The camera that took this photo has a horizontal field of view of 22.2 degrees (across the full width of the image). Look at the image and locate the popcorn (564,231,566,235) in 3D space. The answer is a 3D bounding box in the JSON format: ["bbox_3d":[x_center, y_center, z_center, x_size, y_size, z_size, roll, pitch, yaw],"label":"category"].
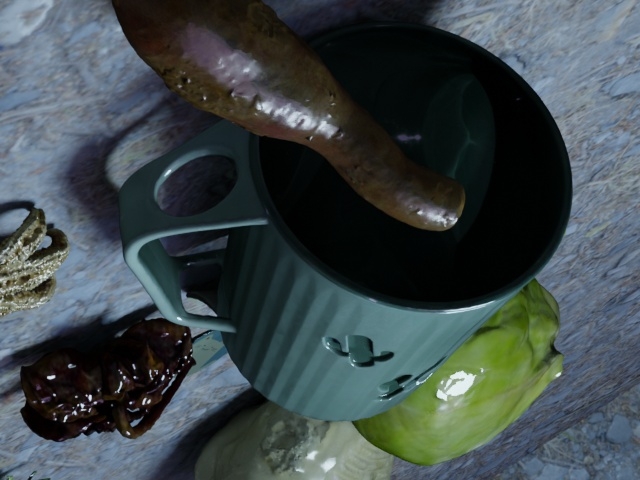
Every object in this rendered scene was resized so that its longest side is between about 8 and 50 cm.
[{"bbox_3d":[0.252,-0.036,2.101,0.106,0.116,0.121,-25,166,39],"label":"popcorn"}]

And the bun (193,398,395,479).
[{"bbox_3d":[-0.040,0.344,2.403,0.326,0.234,0.362,-16,138,-48],"label":"bun"}]

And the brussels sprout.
[{"bbox_3d":[0.171,0.157,2.238,0.328,0.247,0.328,-37,152,-24],"label":"brussels sprout"}]

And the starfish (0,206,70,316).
[{"bbox_3d":[-0.354,0.052,1.581,0.238,0.071,0.216,-1,138,-41],"label":"starfish"}]

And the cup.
[{"bbox_3d":[0.011,-0.019,1.670,0.392,0.401,0.310,116,-2,-60],"label":"cup"}]

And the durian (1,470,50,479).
[{"bbox_3d":[-0.451,0.358,2.099,0.215,0.086,0.100,-17,140,-27],"label":"durian"}]

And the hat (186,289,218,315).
[{"bbox_3d":[-0.016,0.047,1.914,0.245,0.214,0.149,18,97,-39],"label":"hat"}]

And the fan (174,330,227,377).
[{"bbox_3d":[-0.178,0.163,2.116,0.175,0.005,0.113,-36,158,9],"label":"fan"}]

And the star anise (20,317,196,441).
[{"bbox_3d":[-0.241,0.167,1.895,0.220,0.125,0.190,-23,154,-11],"label":"star anise"}]

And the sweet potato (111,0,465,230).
[{"bbox_3d":[-0.033,-0.125,1.397,0.385,0.109,0.109,34,118,-30],"label":"sweet potato"}]
